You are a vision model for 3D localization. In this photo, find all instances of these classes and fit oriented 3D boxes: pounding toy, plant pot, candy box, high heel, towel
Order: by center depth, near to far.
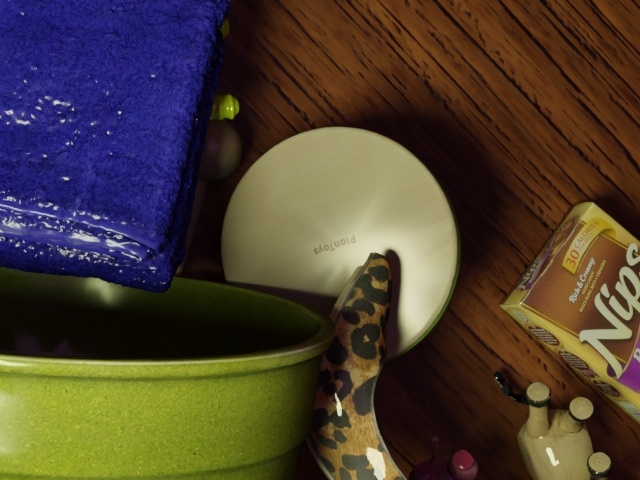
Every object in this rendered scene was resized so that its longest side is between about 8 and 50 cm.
[{"bbox_3d":[-0.185,0.215,1.151,0.366,0.366,0.353,2,97,-16],"label":"plant pot"},{"bbox_3d":[-0.231,-0.096,1.199,0.308,0.076,0.227,10,81,0],"label":"towel"},{"bbox_3d":[0.072,0.152,1.225,0.186,0.093,0.261,15,86,7],"label":"high heel"},{"bbox_3d":[0.000,0.000,1.336,0.237,0.110,0.183,10,95,14],"label":"pounding toy"},{"bbox_3d":[0.252,0.069,1.415,0.186,0.053,0.109,39,78,-9],"label":"candy box"}]

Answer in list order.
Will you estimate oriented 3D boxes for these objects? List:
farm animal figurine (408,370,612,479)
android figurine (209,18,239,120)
[{"bbox_3d":[0.178,0.309,1.309,0.327,0.172,0.330,33,69,20],"label":"farm animal figurine"},{"bbox_3d":[-0.198,-0.115,1.271,0.273,0.056,0.248,-4,79,-5],"label":"android figurine"}]
